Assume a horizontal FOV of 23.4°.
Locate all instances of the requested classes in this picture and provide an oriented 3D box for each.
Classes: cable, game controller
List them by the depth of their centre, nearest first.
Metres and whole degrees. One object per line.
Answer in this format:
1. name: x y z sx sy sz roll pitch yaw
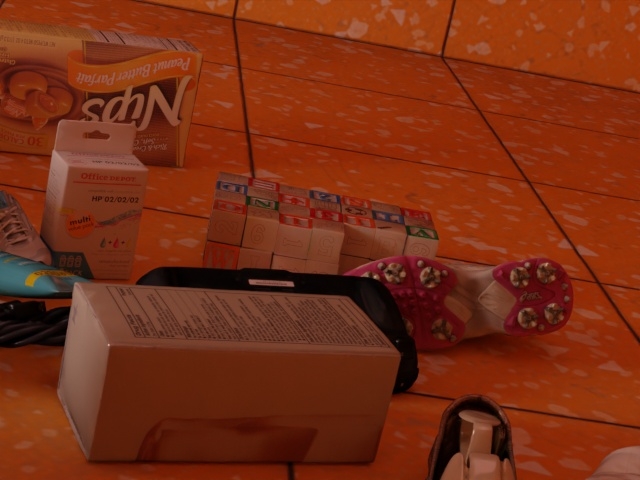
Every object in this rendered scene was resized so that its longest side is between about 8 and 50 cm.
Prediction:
1. cable: -0.286 0.095 1.586 0.151 0.047 0.184 6 6 21
2. game controller: -0.046 0.097 1.701 0.319 0.067 0.166 4 35 -24

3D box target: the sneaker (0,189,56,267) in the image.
1. sneaker: -0.372 -0.013 1.821 0.071 0.083 0.191 -18 30 -26

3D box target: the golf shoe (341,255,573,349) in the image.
1. golf shoe: 0.152 0.079 1.902 0.306 0.115 0.140 2 -5 -17

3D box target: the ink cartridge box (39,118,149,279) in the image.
1. ink cartridge box: -0.270 -0.048 1.845 0.104 0.181 0.061 1 21 -28

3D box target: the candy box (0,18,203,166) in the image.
1. candy box: -0.348 -0.219 2.309 0.317 0.182 0.087 4 21 -23

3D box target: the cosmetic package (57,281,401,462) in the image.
1. cosmetic package: -0.092 0.131 1.511 0.296 0.129 0.153 5 21 -22

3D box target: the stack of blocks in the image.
1. stack of blocks: 0.000 0.000 2.026 0.297 0.087 0.171 10 18 -5

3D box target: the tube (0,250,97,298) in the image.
1. tube: -0.313 0.044 1.673 0.207 0.052 0.080 9 10 44

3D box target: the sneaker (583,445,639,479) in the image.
1. sneaker: 0.382 0.267 1.437 0.293 0.108 0.169 18 22 21

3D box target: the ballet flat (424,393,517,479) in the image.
1. ballet flat: 0.135 0.226 1.404 0.108 0.106 0.316 11 18 -2
